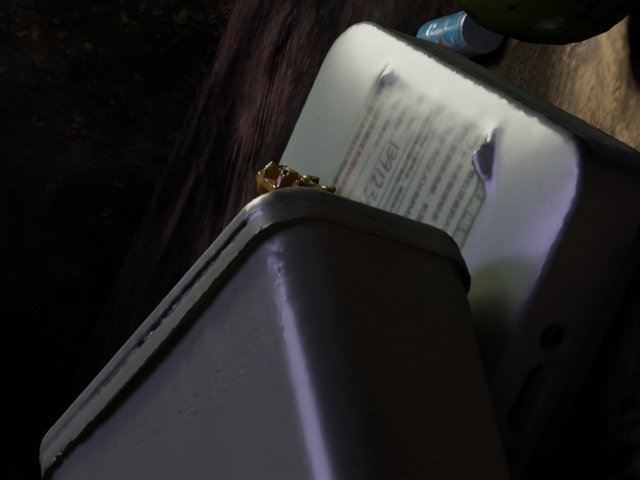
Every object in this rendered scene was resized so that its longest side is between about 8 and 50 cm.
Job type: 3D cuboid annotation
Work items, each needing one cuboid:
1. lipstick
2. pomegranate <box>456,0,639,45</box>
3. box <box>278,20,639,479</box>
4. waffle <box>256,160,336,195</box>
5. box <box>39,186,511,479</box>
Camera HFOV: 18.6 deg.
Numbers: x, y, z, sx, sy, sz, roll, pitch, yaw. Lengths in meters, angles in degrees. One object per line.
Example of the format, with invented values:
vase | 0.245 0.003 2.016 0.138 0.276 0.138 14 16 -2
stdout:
lipstick | 0.138 -0.203 1.942 0.158 0.048 0.048 -175 105 -77
pomegranate | 0.198 -0.246 1.475 0.211 0.263 0.211 -23 -61 -52
box | 0.061 0.058 1.508 0.396 0.111 0.396 40 110 57
waffle | 0.000 0.000 1.484 0.192 0.046 0.160 -21 56 53
box | -0.024 0.208 1.308 0.352 0.177 0.344 -46 43 35
